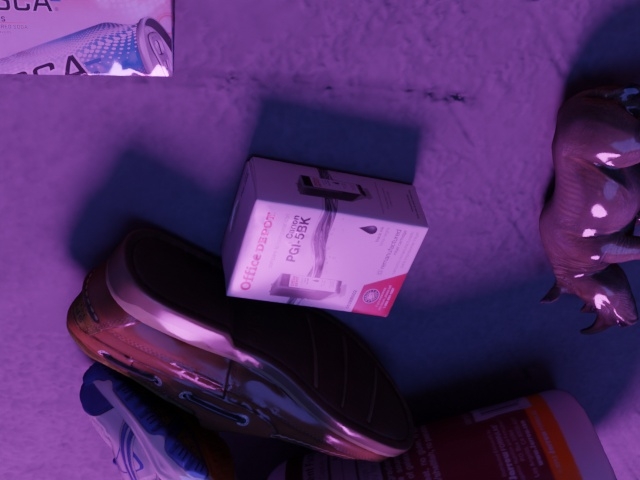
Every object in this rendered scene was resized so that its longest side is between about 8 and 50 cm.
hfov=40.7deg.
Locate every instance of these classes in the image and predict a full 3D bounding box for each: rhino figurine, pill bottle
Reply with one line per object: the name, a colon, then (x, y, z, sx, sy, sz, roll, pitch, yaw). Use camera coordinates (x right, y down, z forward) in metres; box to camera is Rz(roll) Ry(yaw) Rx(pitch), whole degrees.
rhino figurine: (0.224, -0.015, 0.671, 0.106, 0.073, 0.243, 15, 133, 21)
pill bottle: (0.075, 0.294, 0.805, 0.392, 0.224, 0.224, -16, 129, 3)

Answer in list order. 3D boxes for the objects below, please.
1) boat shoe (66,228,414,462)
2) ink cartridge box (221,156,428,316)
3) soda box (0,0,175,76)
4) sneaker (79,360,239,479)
boat shoe: (-0.060, 0.104, 0.717, 0.307, 0.111, 0.104, 36, 120, -20)
ink cartridge box: (0.000, 0.000, 0.664, 0.135, 0.056, 0.099, 8, 128, -16)
soda box: (-0.181, -0.140, 0.521, 0.183, 0.058, 0.063, -1, 129, -8)
sneaker: (-0.116, 0.226, 0.689, 0.131, 0.296, 0.112, -48, 159, 4)
